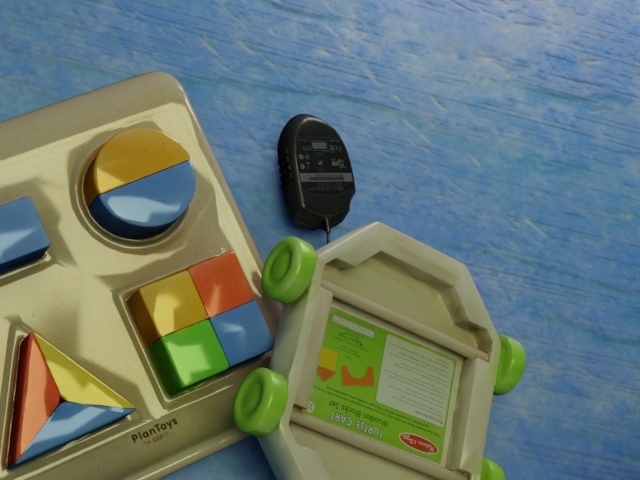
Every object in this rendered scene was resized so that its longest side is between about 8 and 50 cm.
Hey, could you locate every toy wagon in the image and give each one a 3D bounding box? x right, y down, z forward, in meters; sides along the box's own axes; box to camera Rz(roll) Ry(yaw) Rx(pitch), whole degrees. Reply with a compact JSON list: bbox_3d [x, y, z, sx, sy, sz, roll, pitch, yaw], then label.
[{"bbox_3d":[0.046,0.160,1.237,0.267,0.068,0.344,25,65,-30],"label":"toy wagon"}]

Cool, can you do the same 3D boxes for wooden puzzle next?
[{"bbox_3d":[-0.197,0.038,1.222,0.322,0.080,0.348,-23,80,-24],"label":"wooden puzzle"}]

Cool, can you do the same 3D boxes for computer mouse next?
[{"bbox_3d":[0.000,0.000,1.332,0.071,0.041,0.242,1,76,-36],"label":"computer mouse"}]
